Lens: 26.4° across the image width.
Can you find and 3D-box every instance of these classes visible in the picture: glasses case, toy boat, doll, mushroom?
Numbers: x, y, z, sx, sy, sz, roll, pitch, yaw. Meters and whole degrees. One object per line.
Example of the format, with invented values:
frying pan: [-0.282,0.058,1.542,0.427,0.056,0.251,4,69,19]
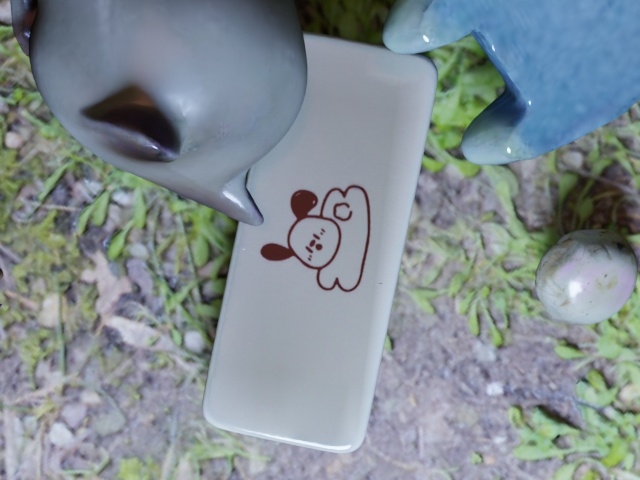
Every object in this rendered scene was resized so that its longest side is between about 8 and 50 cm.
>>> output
glasses case: [0.000,0.000,1.061,0.131,0.070,0.313,12,90,0]
toy boat: [0.195,-0.213,1.031,0.330,0.123,0.215,-43,120,-1]
doll: [-0.096,-0.216,0.963,0.226,0.215,0.370,12,77,17]
mushroom: [0.206,0.026,1.065,0.083,0.067,0.084,-9,124,-14]

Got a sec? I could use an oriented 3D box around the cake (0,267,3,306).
cake: [-0.422,0.028,0.969,0.290,0.256,0.282,-42,89,-4]
